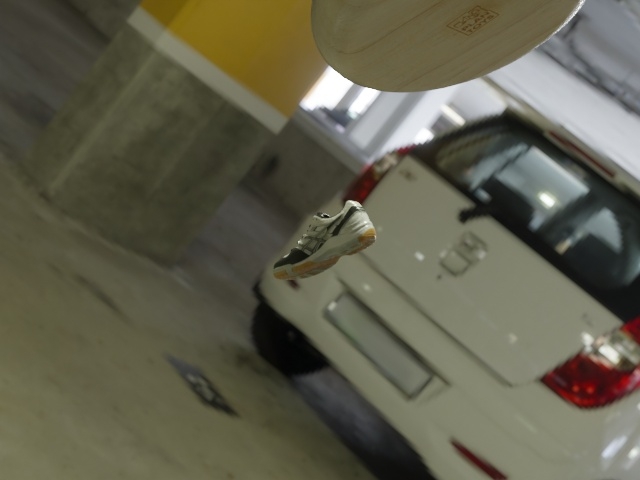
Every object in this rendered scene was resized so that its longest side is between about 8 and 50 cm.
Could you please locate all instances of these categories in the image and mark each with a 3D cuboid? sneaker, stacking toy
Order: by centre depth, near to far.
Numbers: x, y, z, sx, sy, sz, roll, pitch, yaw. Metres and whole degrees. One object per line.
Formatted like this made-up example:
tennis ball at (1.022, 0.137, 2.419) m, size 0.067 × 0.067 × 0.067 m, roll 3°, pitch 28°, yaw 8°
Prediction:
stacking toy at (0.022, -0.246, 0.625) m, size 0.141 × 0.141 × 0.330 m, roll 28°, pitch 41°, yaw -62°
sneaker at (0.000, 0.000, 0.879) m, size 0.032 × 0.083 × 0.037 m, roll 12°, pitch 54°, yaw -64°
